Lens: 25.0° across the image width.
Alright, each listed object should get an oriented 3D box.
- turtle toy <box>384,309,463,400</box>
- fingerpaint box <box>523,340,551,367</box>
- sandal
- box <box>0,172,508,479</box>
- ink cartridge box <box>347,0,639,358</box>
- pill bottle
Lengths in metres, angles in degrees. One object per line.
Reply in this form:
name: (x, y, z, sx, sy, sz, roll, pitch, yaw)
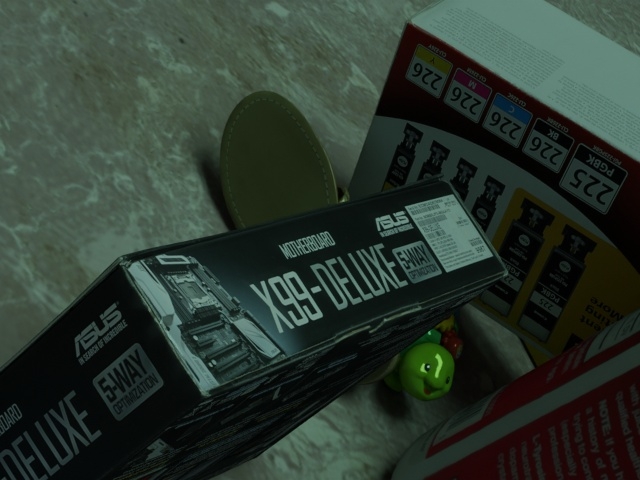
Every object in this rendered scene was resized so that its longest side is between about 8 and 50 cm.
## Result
turtle toy: (0.075, 0.077, 1.139, 0.095, 0.066, 0.130, 32, 36, -27)
fingerpaint box: (0.402, 0.037, 1.232, 0.163, 0.445, 0.371, 1, 57, -50)
sandal: (-0.006, 0.003, 1.127, 0.240, 0.088, 0.079, 65, 7, 10)
box: (-0.064, 0.077, 0.798, 0.307, 0.242, 0.076, -17, 71, -56)
ink cartridge box: (0.185, -0.010, 1.127, 0.309, 0.271, 0.130, 34, 44, 17)
pill bottle: (0.249, 0.152, 0.937, 0.229, 0.408, 0.229, 25, 47, -30)
